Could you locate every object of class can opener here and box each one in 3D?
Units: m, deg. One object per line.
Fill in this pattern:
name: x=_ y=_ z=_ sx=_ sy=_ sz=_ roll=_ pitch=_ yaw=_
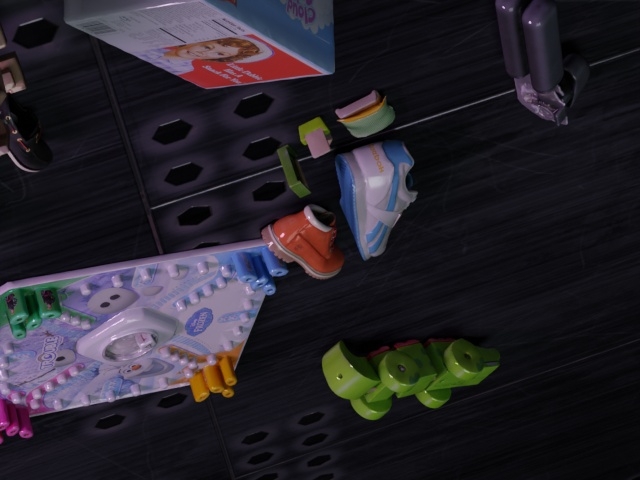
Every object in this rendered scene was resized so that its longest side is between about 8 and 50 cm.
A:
can opener: x=0.268 y=-0.229 z=2.058 sx=0.095 sy=0.076 sz=0.283 roll=-51 pitch=156 yaw=-13

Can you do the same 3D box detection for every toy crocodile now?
toy crocodile: x=0.147 y=0.203 z=2.732 sx=0.341 sy=0.105 sz=0.115 roll=-5 pitch=149 yaw=-38

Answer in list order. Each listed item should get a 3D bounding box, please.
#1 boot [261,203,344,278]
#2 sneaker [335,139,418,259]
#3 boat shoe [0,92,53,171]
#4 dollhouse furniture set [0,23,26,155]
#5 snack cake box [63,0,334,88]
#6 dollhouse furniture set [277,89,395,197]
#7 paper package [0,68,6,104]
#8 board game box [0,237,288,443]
boot: x=0.000 y=0.000 z=2.283 sx=0.085 sy=0.059 sz=0.158 roll=-36 pitch=149 yaw=18
sneaker: x=0.077 y=-0.048 z=2.214 sx=0.092 sy=0.087 sz=0.228 roll=-20 pitch=155 yaw=-7
boat shoe: x=-0.319 y=-0.114 z=1.847 sx=0.042 sy=0.049 sz=0.133 roll=-18 pitch=150 yaw=13
dollhouse furniture set: x=-0.369 y=-0.158 z=1.725 sx=0.144 sy=0.123 sz=0.151 roll=-20 pitch=110 yaw=-3
snack cake box: x=-0.110 y=-0.224 z=1.658 sx=0.152 sy=0.089 sz=0.264 roll=-6 pitch=168 yaw=25
dollhouse furniture set: x=0.025 y=-0.115 z=2.080 sx=0.152 sy=0.058 sz=0.076 roll=-26 pitch=153 yaw=10
paper package: x=-0.419 y=-0.148 z=1.421 sx=0.168 sy=0.309 sz=0.325 roll=7 pitch=142 yaw=-36
board game box: x=-0.262 y=0.145 z=2.368 sx=0.390 sy=0.050 sz=0.390 roll=-10 pitch=152 yaw=-21
